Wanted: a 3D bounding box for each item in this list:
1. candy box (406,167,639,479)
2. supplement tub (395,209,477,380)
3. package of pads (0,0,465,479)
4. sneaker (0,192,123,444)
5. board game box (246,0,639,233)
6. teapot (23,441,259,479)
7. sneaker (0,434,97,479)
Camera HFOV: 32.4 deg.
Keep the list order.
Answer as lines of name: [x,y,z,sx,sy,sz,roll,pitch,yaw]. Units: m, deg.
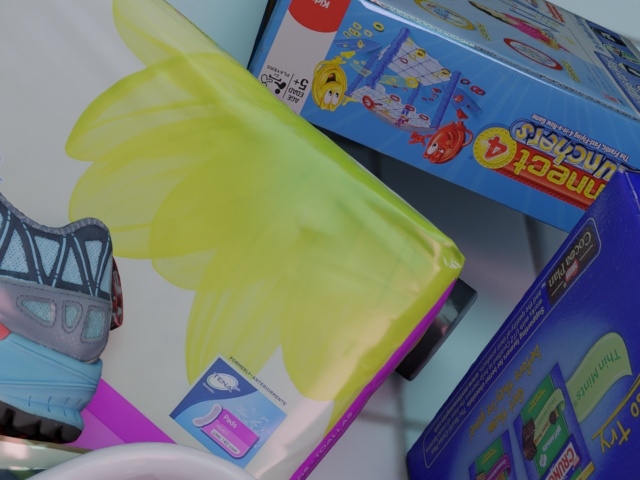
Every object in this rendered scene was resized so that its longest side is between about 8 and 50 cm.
candy box: [0.158,0.176,0.498,0.122,0.268,0.317,8,49,-16]
supplement tub: [0.000,0.000,0.687,0.198,0.106,0.106,37,45,7]
package of pads: [-0.101,0.004,0.572,0.296,0.101,0.229,39,76,7]
sneaker: [-0.199,-0.015,0.445,0.262,0.104,0.125,34,59,-29]
board game box: [0.108,-0.130,0.800,0.302,0.086,0.308,22,24,-8]
teapot: [-0.097,0.193,0.275,0.187,0.256,0.252,21,2,-4]
sneaker: [-0.123,0.123,0.431,0.192,0.064,0.086,16,66,-24]
